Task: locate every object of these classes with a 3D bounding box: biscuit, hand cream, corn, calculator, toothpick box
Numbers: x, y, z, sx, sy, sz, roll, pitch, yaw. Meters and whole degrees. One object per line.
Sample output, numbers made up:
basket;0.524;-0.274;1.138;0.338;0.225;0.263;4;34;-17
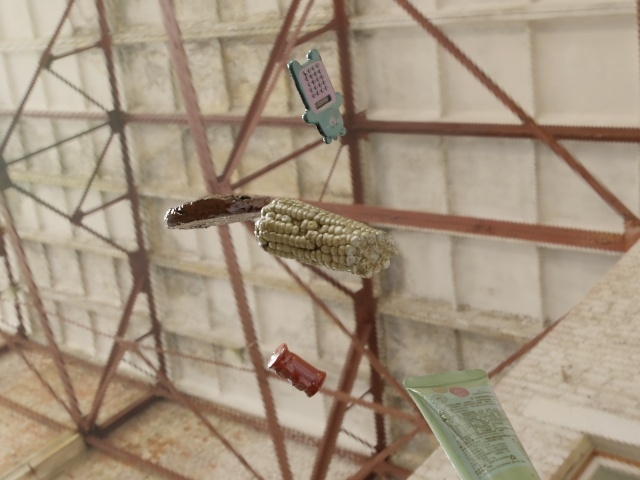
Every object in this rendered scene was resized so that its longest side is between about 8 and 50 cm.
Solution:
biscuit;-0.174;-0.051;1.531;0.192;0.192;0.050;-12;-91;47
hand cream;0.240;0.304;1.286;0.306;0.147;0.093;-115;-151;-43
corn;0.000;0.000;1.225;0.210;0.087;0.087;19;-53;38
calculator;-0.001;-0.215;1.348;0.019;0.094;0.141;-4;-63;44
toothpick box;-0.037;0.191;1.319;0.083;0.047;0.047;37;-39;-12
